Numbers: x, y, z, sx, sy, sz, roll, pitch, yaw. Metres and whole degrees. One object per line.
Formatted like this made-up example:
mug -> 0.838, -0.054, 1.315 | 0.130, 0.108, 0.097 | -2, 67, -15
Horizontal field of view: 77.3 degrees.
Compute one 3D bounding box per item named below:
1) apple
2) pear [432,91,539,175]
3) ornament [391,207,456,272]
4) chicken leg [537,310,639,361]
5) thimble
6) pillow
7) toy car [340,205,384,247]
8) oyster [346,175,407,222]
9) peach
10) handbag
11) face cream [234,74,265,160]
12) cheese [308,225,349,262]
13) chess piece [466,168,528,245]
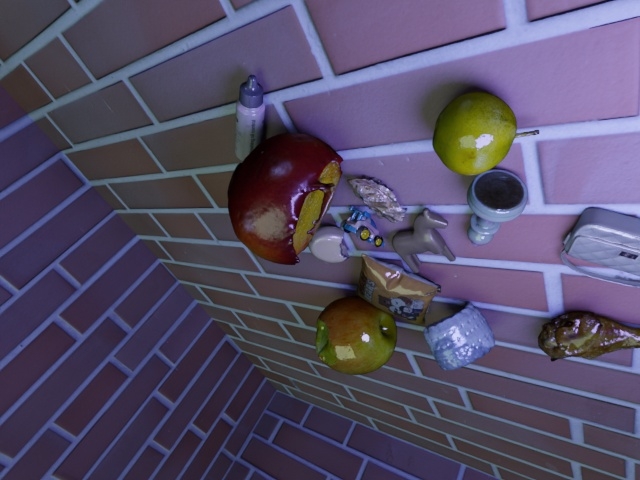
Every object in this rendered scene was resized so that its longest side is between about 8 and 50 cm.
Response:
apple -> 0.153, 0.397, 1.693 | 0.339, 0.339, 0.339 | 23, 145, 17
pear -> 0.364, -0.234, 0.892 | 0.216, 0.166, 0.180 | 5, 128, 5
ornament -> 0.331, 0.000, 1.286 | 0.230, 0.061, 0.245 | -12, 129, 48
chicken leg -> 0.811, 0.265, 1.141 | 0.361, 0.140, 0.211 | -21, 140, 40
thimble -> 0.482, 0.328, 1.396 | 0.172, 0.250, 0.205 | 63, 148, 13
pillow -> 0.278, 0.192, 1.519 | 0.312, 0.119, 0.310 | 25, 152, 17
toy car -> 0.161, -0.044, 1.378 | 0.161, 0.098, 0.126 | 22, -174, -32
oyster -> 0.182, -0.120, 1.261 | 0.133, 0.072, 0.209 | 1, 136, 45
peach -> -0.122, -0.134, 1.230 | 0.310, 0.335, 0.406 | 27, 116, 4
handbag -> 0.731, 0.039, 0.973 | 0.256, 0.079, 0.219 | 20, 148, 25
face cream -> -0.223, -0.386, 1.267 | 0.092, 0.092, 0.311 | 30, 146, 7
cheese -> -0.010, 0.013, 1.522 | 0.249, 0.071, 0.163 | 4, 134, -4
chess piece -> 0.445, -0.056, 1.076 | 0.139, 0.139, 0.271 | 23, 155, 18
